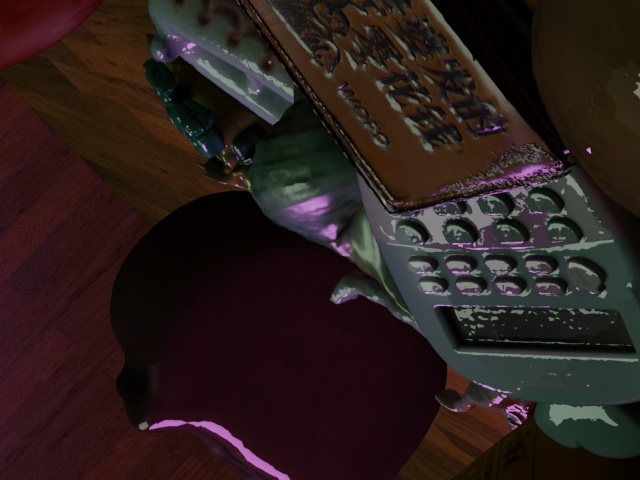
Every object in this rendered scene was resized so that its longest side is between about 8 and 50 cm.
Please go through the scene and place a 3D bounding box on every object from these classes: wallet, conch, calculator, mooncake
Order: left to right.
[{"bbox_3d":[-0.043,0.119,1.838,0.326,0.333,0.174,3,-166,-26],"label":"mooncake"},{"bbox_3d":[0.043,-0.040,1.252,0.176,0.122,0.188,-4,139,50],"label":"conch"},{"bbox_3d":[0.040,-0.100,1.008,0.195,0.042,0.161,50,146,-18],"label":"wallet"},{"bbox_3d":[0.124,0.019,1.147,0.186,0.041,0.298,-2,130,40],"label":"calculator"}]

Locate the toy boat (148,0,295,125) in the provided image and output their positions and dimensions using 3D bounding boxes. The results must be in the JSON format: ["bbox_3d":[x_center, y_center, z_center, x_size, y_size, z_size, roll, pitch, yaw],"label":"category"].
[{"bbox_3d":[-0.050,-0.128,1.407,0.208,0.079,0.134,39,174,18],"label":"toy boat"}]

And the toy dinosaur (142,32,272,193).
[{"bbox_3d":[-0.097,-0.124,1.639,0.259,0.094,0.153,49,172,31],"label":"toy dinosaur"}]

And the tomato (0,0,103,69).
[{"bbox_3d":[-0.232,-0.222,0.954,0.321,0.321,0.321,42,172,7],"label":"tomato"}]

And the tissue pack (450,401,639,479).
[{"bbox_3d":[0.167,0.303,1.311,0.228,0.293,0.382,44,-161,-9],"label":"tissue pack"}]

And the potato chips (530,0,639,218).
[{"bbox_3d":[0.157,-0.048,0.862,0.195,0.062,0.208,44,170,-16],"label":"potato chips"}]

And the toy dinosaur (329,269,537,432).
[{"bbox_3d":[0.095,0.029,1.465,0.205,0.092,0.393,35,151,36],"label":"toy dinosaur"}]
